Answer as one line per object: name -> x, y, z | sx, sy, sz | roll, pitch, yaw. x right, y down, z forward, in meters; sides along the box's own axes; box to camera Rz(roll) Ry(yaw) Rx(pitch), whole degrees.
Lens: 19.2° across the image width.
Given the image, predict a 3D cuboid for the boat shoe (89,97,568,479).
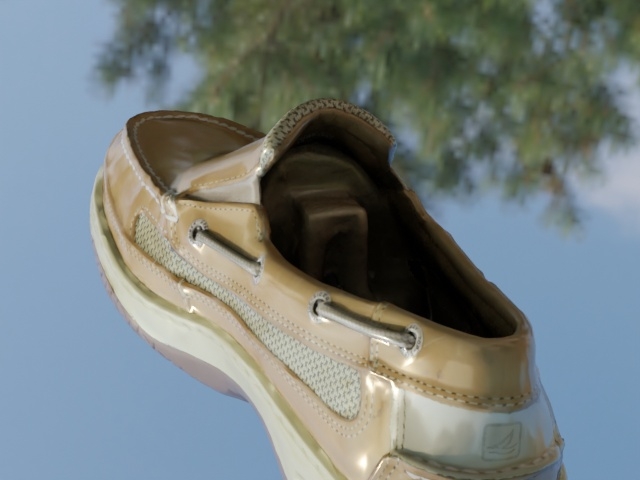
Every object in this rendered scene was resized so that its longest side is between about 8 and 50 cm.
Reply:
boat shoe -> 0.000, 0.000, 0.430 | 0.068, 0.072, 0.190 | -12, -150, -27
